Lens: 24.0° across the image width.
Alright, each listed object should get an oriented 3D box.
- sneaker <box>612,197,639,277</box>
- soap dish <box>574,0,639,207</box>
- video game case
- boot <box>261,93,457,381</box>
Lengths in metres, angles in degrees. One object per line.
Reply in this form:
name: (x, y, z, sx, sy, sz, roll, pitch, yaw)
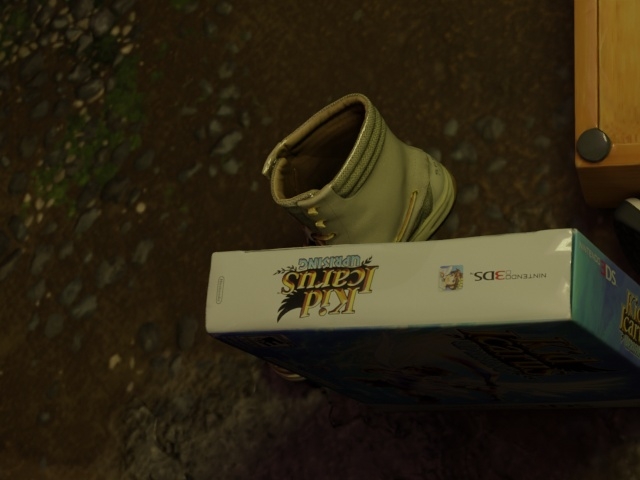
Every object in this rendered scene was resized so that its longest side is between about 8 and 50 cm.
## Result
sneaker: (0.317, 0.017, 1.038, 0.235, 0.084, 0.097, 28, 67, 30)
soap dish: (0.281, -0.170, 1.040, 0.229, 0.118, 0.290, -1, 89, 32)
video game case: (0.096, 0.063, 1.013, 0.244, 0.269, 0.061, -5, 72, 27)
boot: (0.000, 0.000, 1.147, 0.077, 0.165, 0.213, 39, 92, 33)
